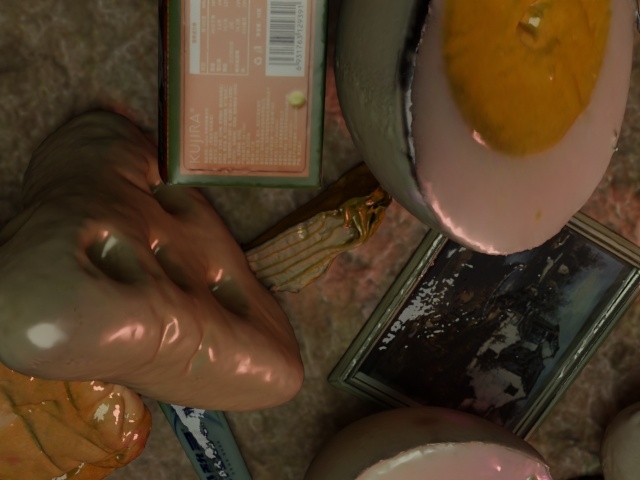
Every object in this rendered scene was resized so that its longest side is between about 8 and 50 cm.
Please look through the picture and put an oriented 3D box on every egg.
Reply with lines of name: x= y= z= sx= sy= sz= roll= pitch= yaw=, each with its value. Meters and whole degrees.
egg: x=0.122 y=-0.157 z=1.215 sx=0.337 sy=0.201 sz=0.337 roll=-10 pitch=104 yaw=-42
egg: x=0.081 y=0.251 z=1.402 sx=0.206 sy=0.162 sz=0.271 roll=37 pitch=105 yaw=-26

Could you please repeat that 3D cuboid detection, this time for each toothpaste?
toothpaste: x=-0.133 y=0.178 z=1.427 sx=0.074 sy=0.048 sz=0.297 roll=-22 pitch=109 yaw=4

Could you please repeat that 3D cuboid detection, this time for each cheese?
cheese: x=-0.141 y=0.070 z=1.221 sx=0.129 sy=0.351 sz=0.328 roll=-36 pitch=112 yaw=17

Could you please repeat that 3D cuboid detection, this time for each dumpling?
dumpling: x=0.381 y=0.224 z=1.444 sx=0.166 sy=0.126 sz=0.216 roll=-18 pitch=105 yaw=-25

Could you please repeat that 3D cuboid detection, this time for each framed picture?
framed picture: x=0.180 y=0.088 z=1.420 sx=0.232 sy=0.019 sz=0.296 roll=28 pitch=108 yaw=-14

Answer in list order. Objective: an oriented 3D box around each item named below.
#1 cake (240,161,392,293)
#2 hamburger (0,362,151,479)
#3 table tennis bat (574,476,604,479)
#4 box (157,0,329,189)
cake: x=0.002 y=0.003 z=1.329 sx=0.185 sy=0.116 sz=0.080 roll=-32 pitch=108 yaw=5
hamburger: x=-0.269 y=0.139 z=1.327 sx=0.209 sy=0.162 sz=0.330 roll=-9 pitch=134 yaw=-9
table tennis bat: x=0.271 y=0.331 z=1.521 sx=0.301 sy=0.022 sz=0.173 roll=13 pitch=111 yaw=-9
box: x=-0.070 y=-0.164 z=1.219 sx=0.148 sy=0.177 sz=0.195 roll=0 pitch=112 yaw=-4
